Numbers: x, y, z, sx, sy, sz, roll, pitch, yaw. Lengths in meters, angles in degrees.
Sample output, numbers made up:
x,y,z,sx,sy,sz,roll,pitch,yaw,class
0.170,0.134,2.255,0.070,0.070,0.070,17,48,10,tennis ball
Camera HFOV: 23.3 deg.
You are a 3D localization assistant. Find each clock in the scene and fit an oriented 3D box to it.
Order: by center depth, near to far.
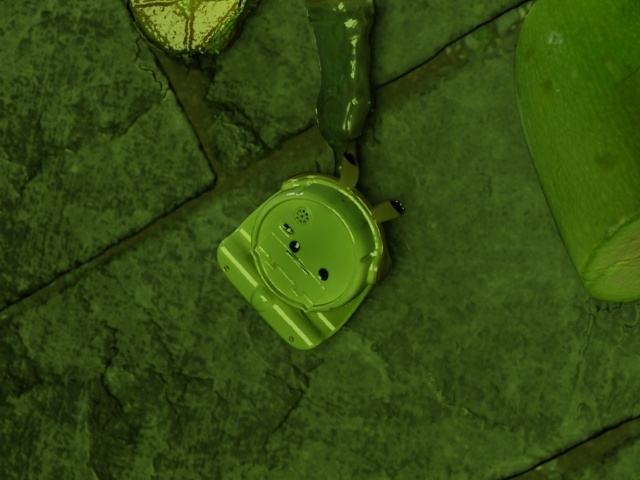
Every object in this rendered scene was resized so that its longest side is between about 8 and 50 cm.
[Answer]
x,y,z,sx,sy,sz,roll,pitch,yaw,class
0.000,0.000,1.778,0.170,0.069,0.232,47,120,8,clock

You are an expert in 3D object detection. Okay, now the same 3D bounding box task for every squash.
x,y,z,sx,sy,sz,roll,pitch,yaw,class
0.330,-0.129,1.687,0.233,0.210,0.309,-29,58,20,squash

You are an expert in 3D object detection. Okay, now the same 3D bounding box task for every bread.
x,y,z,sx,sy,sz,roll,pitch,yaw,class
-0.149,-0.278,1.824,0.128,0.069,0.140,43,103,9,bread

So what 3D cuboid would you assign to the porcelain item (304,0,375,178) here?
x,y,z,sx,sy,sz,roll,pitch,yaw,class
0.029,-0.170,1.775,0.081,0.069,0.216,3,100,42,porcelain item
